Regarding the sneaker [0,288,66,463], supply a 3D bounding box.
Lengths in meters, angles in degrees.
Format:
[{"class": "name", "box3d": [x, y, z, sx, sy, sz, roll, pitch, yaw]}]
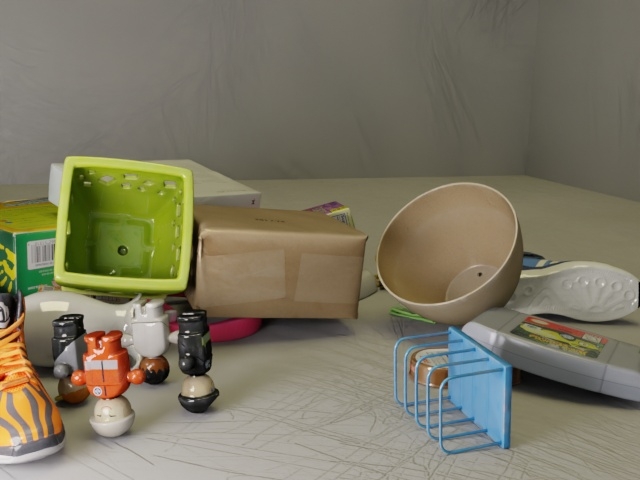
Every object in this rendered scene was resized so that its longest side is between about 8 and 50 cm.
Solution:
[{"class": "sneaker", "box3d": [-0.434, 0.168, 1.072, 0.124, 0.180, 0.321, -8, 15, -36]}]

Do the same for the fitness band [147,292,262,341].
[{"class": "fitness band", "box3d": [-0.238, 0.131, 1.578, 0.209, 0.054, 0.291, -5, 15, -30]}]

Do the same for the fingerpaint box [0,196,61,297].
[{"class": "fingerpaint box", "box3d": [-0.604, 0.005, 1.853, 0.371, 0.163, 0.444, 12, 14, 37]}]

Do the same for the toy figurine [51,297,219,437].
[{"class": "toy figurine", "box3d": [-0.271, 0.180, 1.159, 0.213, 0.148, 0.209, -12, 12, -40]}]

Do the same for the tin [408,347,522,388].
[{"class": "tin", "box3d": [0.241, 0.208, 1.324, 0.189, 0.040, 0.106, 0, 8, -7]}]

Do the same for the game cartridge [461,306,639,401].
[{"class": "game cartridge", "box3d": [0.390, 0.181, 1.321, 0.294, 0.060, 0.196, 15, 15, 23]}]

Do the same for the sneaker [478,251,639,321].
[{"class": "sneaker", "box3d": [0.505, 0.079, 1.726, 0.322, 0.130, 0.236, -2, 16, 8]}]

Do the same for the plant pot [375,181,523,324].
[{"class": "plant pot", "box3d": [0.275, 0.055, 1.567, 0.284, 0.284, 0.191, 12, -28, 40]}]

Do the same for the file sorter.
[{"class": "file sorter", "box3d": [0.181, 0.207, 1.125, 0.104, 0.118, 0.170, -5, 13, -16]}]

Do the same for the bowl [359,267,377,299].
[{"class": "bowl", "box3d": [0.046, 0.091, 1.807, 0.142, 0.053, 0.142, 7, 12, 30]}]

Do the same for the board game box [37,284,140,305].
[{"class": "board game box", "box3d": [-0.423, 0.134, 1.459, 0.193, 0.045, 0.147, 9, 14, -14]}]

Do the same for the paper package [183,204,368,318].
[{"class": "paper package", "box3d": [-0.109, 0.034, 1.573, 0.324, 0.168, 0.309, 2, 12, -19]}]

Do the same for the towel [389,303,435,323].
[{"class": "towel", "box3d": [0.227, 0.137, 1.680, 0.113, 0.023, 0.152, 8, 14, 32]}]

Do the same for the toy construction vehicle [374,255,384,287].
[{"class": "toy construction vehicle", "box3d": [0.138, 0.066, 1.856, 0.035, 0.086, 0.098, -6, 14, -5]}]

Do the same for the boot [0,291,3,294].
[{"class": "boot", "box3d": [-0.604, 0.125, 1.542, 0.137, 0.077, 0.198, 1, 24, -25]}]

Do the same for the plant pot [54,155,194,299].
[{"class": "plant pot", "box3d": [-0.360, -0.006, 1.455, 0.227, 0.228, 0.207, 6, -17, -17]}]

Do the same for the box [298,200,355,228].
[{"class": "box", "box3d": [-0.048, 0.000, 1.884, 0.242, 0.117, 0.213, -15, 9, -5]}]

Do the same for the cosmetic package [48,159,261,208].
[{"class": "cosmetic package", "box3d": [-0.367, -0.098, 1.794, 0.377, 0.098, 0.284, -7, 23, -45]}]

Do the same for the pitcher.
[{"class": "pitcher", "box3d": [-0.395, 0.160, 1.302, 0.207, 0.126, 0.178, 1, 35, -18]}]
